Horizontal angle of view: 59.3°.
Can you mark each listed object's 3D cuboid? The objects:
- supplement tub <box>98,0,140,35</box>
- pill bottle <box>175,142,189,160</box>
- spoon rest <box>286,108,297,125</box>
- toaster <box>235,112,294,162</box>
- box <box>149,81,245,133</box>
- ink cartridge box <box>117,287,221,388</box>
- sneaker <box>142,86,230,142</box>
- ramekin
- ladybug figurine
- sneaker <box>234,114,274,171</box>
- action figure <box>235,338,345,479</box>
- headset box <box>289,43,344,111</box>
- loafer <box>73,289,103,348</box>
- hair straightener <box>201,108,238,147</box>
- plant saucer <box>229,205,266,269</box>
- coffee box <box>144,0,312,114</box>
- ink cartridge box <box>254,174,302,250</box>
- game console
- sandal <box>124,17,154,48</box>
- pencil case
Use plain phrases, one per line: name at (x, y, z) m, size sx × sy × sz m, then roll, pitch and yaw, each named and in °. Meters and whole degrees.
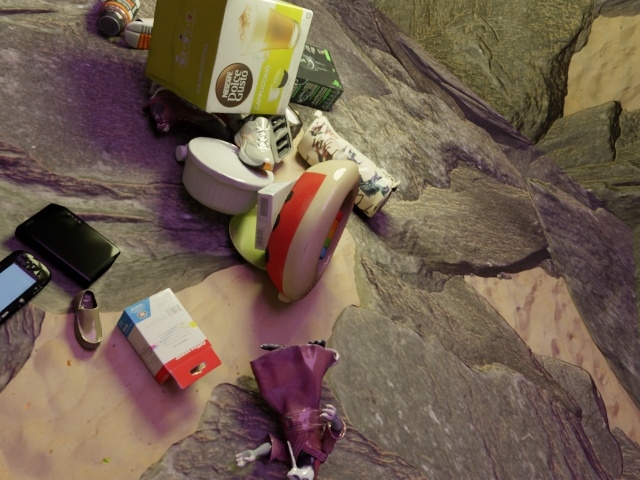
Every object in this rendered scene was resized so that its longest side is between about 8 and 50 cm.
supplement tub at (-0.693, -0.782, 1.929) m, size 0.106 × 0.106 × 0.198 m, roll 23°, pitch 45°, yaw -21°
pill bottle at (-0.390, -0.272, 1.763) m, size 0.116 × 0.065 × 0.065 m, roll -5°, pitch 60°, yaw -41°
spoon rest at (-0.176, -0.484, 2.054) m, size 0.137 × 0.084 × 0.276 m, roll 53°, pitch 26°, yaw 19°
toaster at (-0.180, -0.361, 1.915) m, size 0.186 × 0.110 × 0.168 m, roll -48°, pitch 136°, yaw -49°
box at (-0.412, -0.465, 1.909) m, size 0.323 × 0.063 × 0.067 m, roll 23°, pitch 40°, yaw -21°
ink cartridge box at (-0.359, 0.244, 1.343) m, size 0.231 × 0.078 × 0.134 m, roll 51°, pitch 43°, yaw 10°
sneaker at (-0.440, -0.363, 1.790) m, size 0.281 × 0.106 × 0.163 m, roll 31°, pitch 49°, yaw 0°
ramekin at (-0.284, -0.186, 1.677) m, size 0.272 × 0.127 × 0.273 m, roll 24°, pitch 24°, yaw -11°
ladybug figurine at (-0.032, -0.039, 1.609) m, size 0.161 × 0.305 × 0.450 m, roll 22°, pitch 75°, yaw 11°
sneaker at (-0.193, -0.308, 1.716) m, size 0.099 × 0.121 × 0.262 m, roll 14°, pitch 27°, yaw -33°
action figure at (-0.059, 0.439, 1.383) m, size 0.276 × 0.248 × 0.370 m, roll 54°, pitch 25°, yaw -68°
headset box at (-0.062, -0.682, 2.313) m, size 0.283 × 0.131 × 0.246 m, roll 7°, pitch 53°, yaw -35°
loafer at (-0.533, 0.176, 1.286) m, size 0.056 × 0.050 × 0.148 m, roll -4°, pitch 59°, yaw -40°
hair straightener at (-0.313, -0.356, 1.875) m, size 0.230 × 0.089 × 0.047 m, roll 48°, pitch 51°, yaw -6°
plant saucer at (-0.174, -0.001, 1.723) m, size 0.240 × 0.037 × 0.241 m, roll 21°, pitch 46°, yaw -23°
coffee box at (-0.291, -0.607, 1.742) m, size 0.338 × 0.338 × 0.334 m, roll 34°, pitch 29°, yaw 32°
ink cartridge box at (-0.123, -0.090, 1.686) m, size 0.056 × 0.181 × 0.225 m, roll 13°, pitch 26°, yaw 15°
game console at (-0.650, 0.070, 1.292) m, size 0.213 × 0.044 × 0.361 m, roll 38°, pitch 42°, yaw -5°
sandal at (-0.586, -0.731, 1.983) m, size 0.265 × 0.102 × 0.076 m, roll -14°, pitch 64°, yaw -53°
pencil case at (0.093, -0.280, 2.055) m, size 0.410 × 0.183 × 0.160 m, roll 42°, pitch 24°, yaw 0°
